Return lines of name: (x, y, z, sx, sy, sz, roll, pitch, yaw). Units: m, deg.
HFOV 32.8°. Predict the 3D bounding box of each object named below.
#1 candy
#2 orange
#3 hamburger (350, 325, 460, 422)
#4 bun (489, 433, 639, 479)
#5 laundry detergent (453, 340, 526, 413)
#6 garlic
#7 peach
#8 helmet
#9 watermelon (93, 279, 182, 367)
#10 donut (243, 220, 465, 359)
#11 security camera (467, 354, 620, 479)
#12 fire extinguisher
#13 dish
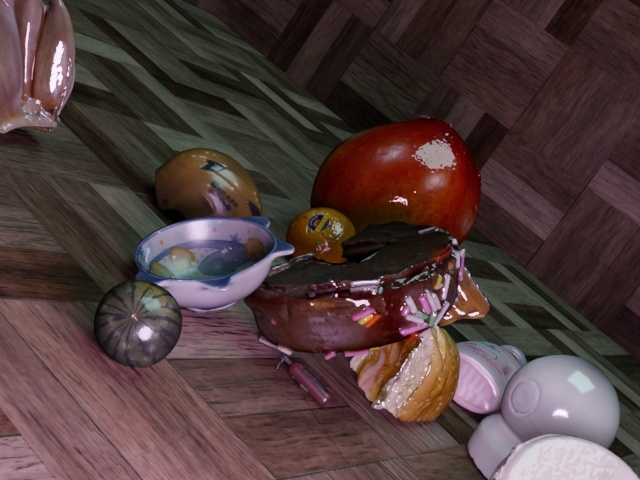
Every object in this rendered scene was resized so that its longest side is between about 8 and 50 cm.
candy: (0.177, 0.122, 1.826, 0.143, 0.271, 0.101, 47, 43, 8)
orange: (0.002, -0.001, 2.100, 0.135, 0.135, 0.117, 42, -18, 26)
hamburger: (0.171, 0.217, 1.740, 0.207, 0.155, 0.135, 32, 20, -48)
bun: (0.307, 0.401, 1.429, 0.263, 0.175, 0.263, 11, 54, -16)
laundry detergent: (0.323, 0.252, 2.073, 0.159, 0.088, 0.335, 44, 16, 18)
garlic: (-0.498, -0.288, 1.686, 0.237, 0.292, 0.210, -11, 21, -12)
peach: (0.164, -0.097, 2.308, 0.370, 0.370, 0.370, 33, 14, -9)
helmet: (-0.184, -0.085, 1.937, 0.224, 0.130, 0.198, 33, 17, -13)
watermelon: (-0.216, 0.102, 1.307, 0.105, 0.105, 0.133, 38, -7, 11)
donut: (0.083, 0.072, 1.638, 0.259, 0.136, 0.345, 4, 22, 37)
security camera: (0.372, 0.296, 1.738, 0.194, 0.236, 0.194, 31, 17, -10)
fire extinguisher: (-0.021, 0.197, 1.574, 0.100, 0.032, 0.046, 45, 27, 14)
dish: (-0.156, 0.051, 1.559, 0.236, 0.086, 0.228, -16, 29, -23)
